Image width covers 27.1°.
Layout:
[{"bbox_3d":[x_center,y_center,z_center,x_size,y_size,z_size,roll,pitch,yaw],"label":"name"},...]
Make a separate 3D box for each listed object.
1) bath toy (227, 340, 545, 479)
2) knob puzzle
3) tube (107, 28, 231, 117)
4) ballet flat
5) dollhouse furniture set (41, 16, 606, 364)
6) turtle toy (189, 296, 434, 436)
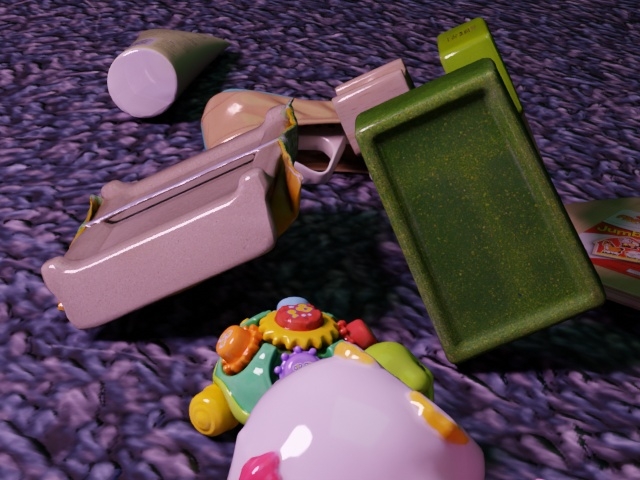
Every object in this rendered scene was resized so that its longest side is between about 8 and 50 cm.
[{"bbox_3d":[0.072,0.154,0.440,0.129,0.151,0.348,-50,44,-7],"label":"bath toy"},{"bbox_3d":[0.242,0.016,0.888,0.213,0.030,0.213,3,23,-1],"label":"knob puzzle"},{"bbox_3d":[-0.141,-0.167,1.225,0.070,0.062,0.240,46,15,-12],"label":"tube"},{"bbox_3d":[0.023,-0.070,1.025,0.232,0.080,0.073,2,51,1],"label":"ballet flat"},{"bbox_3d":[0.000,0.000,0.839,0.302,0.151,0.197,-23,15,10],"label":"dollhouse furniture set"},{"bbox_3d":[0.000,0.070,0.679,0.130,0.066,0.095,19,28,31],"label":"turtle toy"}]
